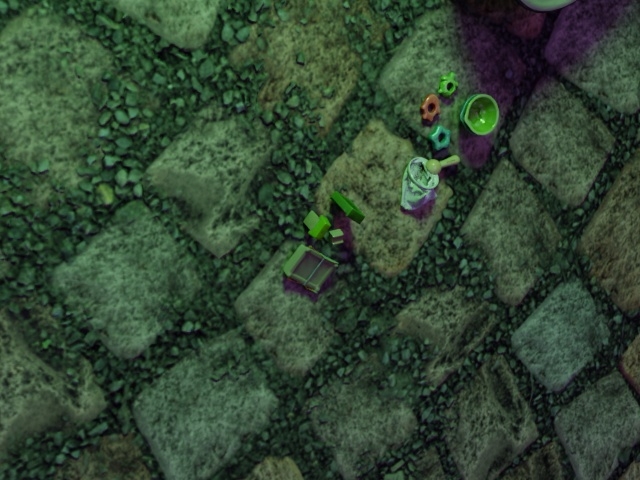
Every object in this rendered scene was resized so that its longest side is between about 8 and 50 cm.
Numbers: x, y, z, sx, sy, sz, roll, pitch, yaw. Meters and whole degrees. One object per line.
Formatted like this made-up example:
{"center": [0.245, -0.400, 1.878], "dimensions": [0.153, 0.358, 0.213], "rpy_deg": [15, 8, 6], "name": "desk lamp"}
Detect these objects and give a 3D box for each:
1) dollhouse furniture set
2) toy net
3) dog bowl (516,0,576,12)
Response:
{"center": [0.000, 0.000, 1.571], "dimensions": [0.076, 0.058, 0.152], "rpy_deg": [29, 103, -38], "name": "dollhouse furniture set"}
{"center": [0.195, -0.156, 1.646], "dimensions": [0.122, 0.045, 0.232], "rpy_deg": [38, 79, -30], "name": "toy net"}
{"center": [0.361, -0.565, 1.530], "dimensions": [0.408, 0.150, 0.408], "rpy_deg": [-31, 142, -29], "name": "dog bowl"}
